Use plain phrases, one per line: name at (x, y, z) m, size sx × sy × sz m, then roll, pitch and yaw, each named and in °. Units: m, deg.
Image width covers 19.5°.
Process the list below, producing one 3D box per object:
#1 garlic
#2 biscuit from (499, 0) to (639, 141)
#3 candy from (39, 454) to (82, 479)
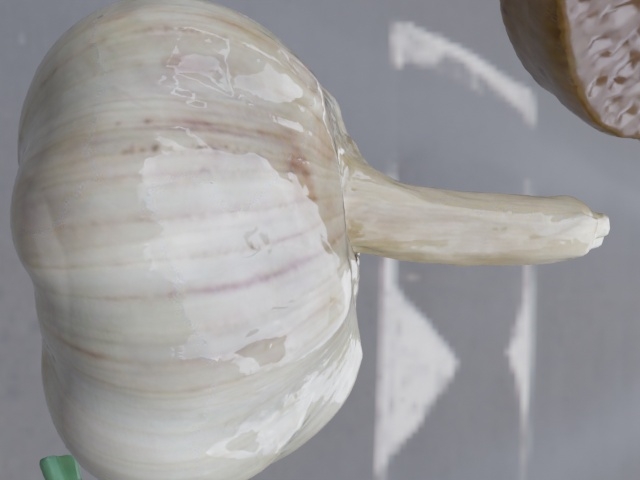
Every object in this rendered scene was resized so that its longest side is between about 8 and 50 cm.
garlic at (0.000, 0.000, 0.717) m, size 0.199 × 0.226 × 0.199 m, roll -2°, pitch 90°, yaw -89°
biscuit at (0.241, -0.186, 0.807) m, size 0.074 × 0.381 × 0.359 m, roll 49°, pitch -19°, yaw 32°
candy at (-0.085, 0.176, 0.825) m, size 0.077 × 0.073 × 0.262 m, roll -61°, pitch -148°, yaw 20°
